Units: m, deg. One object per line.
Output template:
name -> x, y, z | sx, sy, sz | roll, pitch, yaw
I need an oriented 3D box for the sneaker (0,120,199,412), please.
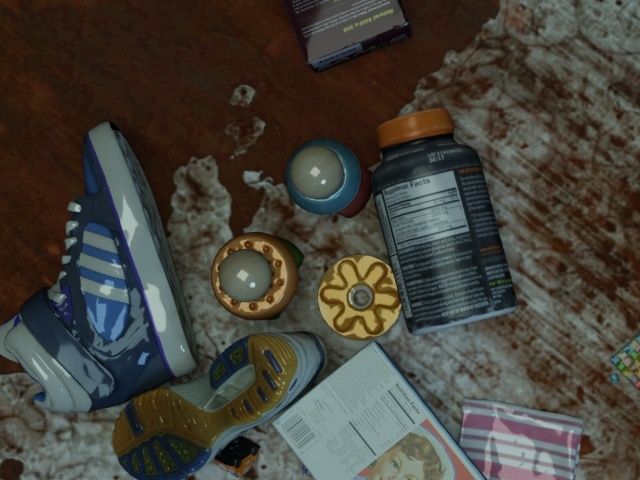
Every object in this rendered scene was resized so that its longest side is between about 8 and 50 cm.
sneaker -> -0.297, 0.044, 1.678 | 0.236, 0.130, 0.323 | -18, 90, 3

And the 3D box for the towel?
towel -> 0.221, 0.289, 1.644 | 0.144, 0.029, 0.197 | 9, 88, 8

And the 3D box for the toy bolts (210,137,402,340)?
toy bolts -> 0.000, 0.000, 1.624 | 0.218, 0.158, 0.228 | 19, 90, 9

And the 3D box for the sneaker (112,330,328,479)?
sneaker -> -0.111, 0.196, 1.656 | 0.296, 0.131, 0.112 | -30, 79, 31

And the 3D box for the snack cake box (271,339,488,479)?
snack cake box -> 0.087, 0.261, 1.607 | 0.152, 0.089, 0.264 | -38, 81, 1

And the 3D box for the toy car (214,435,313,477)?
toy car -> -0.064, 0.269, 1.674 | 0.122, 0.060, 0.040 | 14, 120, 15

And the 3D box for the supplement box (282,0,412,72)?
supplement box -> 0.007, -0.334, 1.683 | 0.130, 0.073, 0.239 | -20, 84, 7

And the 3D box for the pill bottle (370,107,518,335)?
pill bottle -> 0.134, -0.024, 1.621 | 0.130, 0.130, 0.245 | -14, 85, 7

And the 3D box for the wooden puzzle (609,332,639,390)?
wooden puzzle -> 0.369, 0.139, 1.641 | 0.083, 0.006, 0.049 | -43, 82, 4
